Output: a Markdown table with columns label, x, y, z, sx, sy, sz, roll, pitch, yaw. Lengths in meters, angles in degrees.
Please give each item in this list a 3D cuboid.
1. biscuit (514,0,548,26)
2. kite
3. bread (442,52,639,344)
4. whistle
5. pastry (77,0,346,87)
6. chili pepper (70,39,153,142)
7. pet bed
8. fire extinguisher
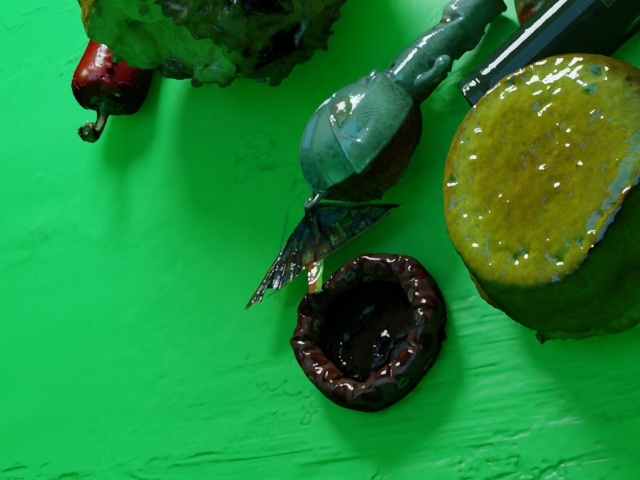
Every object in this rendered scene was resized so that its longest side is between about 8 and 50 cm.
| label | x | y | z | sx | sy | sz | roll | pitch | yaw |
| --- | --- | --- | --- | --- | --- | --- | --- | --- | --- |
| biscuit | 0.290 | -0.364 | 1.853 | 0.165 | 0.036 | 0.250 | 42 | 98 | 7 |
| kite | 0.000 | 0.000 | 1.918 | 0.241 | 0.014 | 0.183 | -30 | 32 | 22 |
| bread | 0.267 | -0.054 | 1.665 | 0.312 | 0.172 | 0.312 | -17 | 60 | 31 |
| whistle | 0.093 | -0.166 | 1.902 | 0.133 | 0.142 | 0.346 | 41 | 82 | 7 |
| pastry | -0.117 | -0.366 | 2.071 | 0.405 | 0.292 | 0.337 | 6 | 61 | 52 |
| chili pepper | -0.281 | -0.289 | 2.279 | 0.110 | 0.110 | 0.388 | -8 | 57 | 35 |
| pet bed | 0.057 | 0.103 | 1.828 | 0.201 | 0.053 | 0.201 | -16 | 59 | 29 |
| fire extinguisher | 0.293 | -0.249 | 1.798 | 0.311 | 0.095 | 0.114 | -41 | 84 | 12 |
